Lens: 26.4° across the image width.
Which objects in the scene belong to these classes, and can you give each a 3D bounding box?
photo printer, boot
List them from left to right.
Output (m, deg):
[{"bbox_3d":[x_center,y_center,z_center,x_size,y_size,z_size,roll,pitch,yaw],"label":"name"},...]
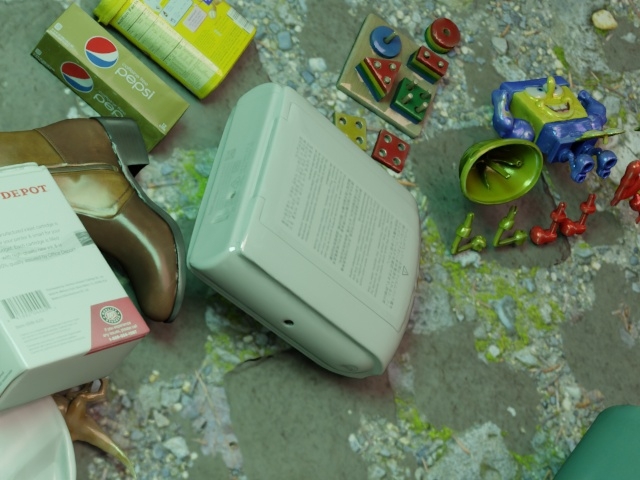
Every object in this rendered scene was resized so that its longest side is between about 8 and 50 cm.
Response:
[{"bbox_3d":[-0.299,-0.015,1.469,0.280,0.096,0.264,-9,75,-34],"label":"boot"},{"bbox_3d":[0.000,0.000,1.595,0.307,0.107,0.256,38,51,-36],"label":"photo printer"}]

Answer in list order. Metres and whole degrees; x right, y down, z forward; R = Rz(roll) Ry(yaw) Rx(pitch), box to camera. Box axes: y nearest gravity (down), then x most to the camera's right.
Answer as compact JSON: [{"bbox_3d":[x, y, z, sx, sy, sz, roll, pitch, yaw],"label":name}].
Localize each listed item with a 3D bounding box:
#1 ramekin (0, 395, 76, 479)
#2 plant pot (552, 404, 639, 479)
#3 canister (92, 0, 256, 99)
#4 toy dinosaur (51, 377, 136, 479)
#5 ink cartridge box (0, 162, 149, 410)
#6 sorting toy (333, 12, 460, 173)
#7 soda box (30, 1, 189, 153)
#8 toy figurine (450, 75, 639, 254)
[{"bbox_3d":[-0.381,0.233,1.307,0.273,0.127,0.273,12,65,-26],"label":"ramekin"},{"bbox_3d":[0.371,0.379,1.604,0.235,0.293,0.293,-42,95,-22],"label":"plant pot"},{"bbox_3d":[-0.175,-0.268,1.662,0.170,0.073,0.126,40,56,-13],"label":"canister"},{"bbox_3d":[-0.266,0.182,1.453,0.183,0.053,0.092,28,75,-11],"label":"toy dinosaur"},{"bbox_3d":[-0.295,0.041,1.326,0.158,0.092,0.218,-15,66,-49],"label":"ink cartridge box"},{"bbox_3d":[0.101,-0.220,1.820,0.132,0.046,0.274,32,58,-15],"label":"sorting toy"},{"bbox_3d":[-0.245,-0.188,1.594,0.181,0.061,0.058,41,55,-11],"label":"soda box"},{"bbox_3d":[0.287,-0.134,1.872,0.362,0.191,0.217,-11,46,-26],"label":"toy figurine"}]
